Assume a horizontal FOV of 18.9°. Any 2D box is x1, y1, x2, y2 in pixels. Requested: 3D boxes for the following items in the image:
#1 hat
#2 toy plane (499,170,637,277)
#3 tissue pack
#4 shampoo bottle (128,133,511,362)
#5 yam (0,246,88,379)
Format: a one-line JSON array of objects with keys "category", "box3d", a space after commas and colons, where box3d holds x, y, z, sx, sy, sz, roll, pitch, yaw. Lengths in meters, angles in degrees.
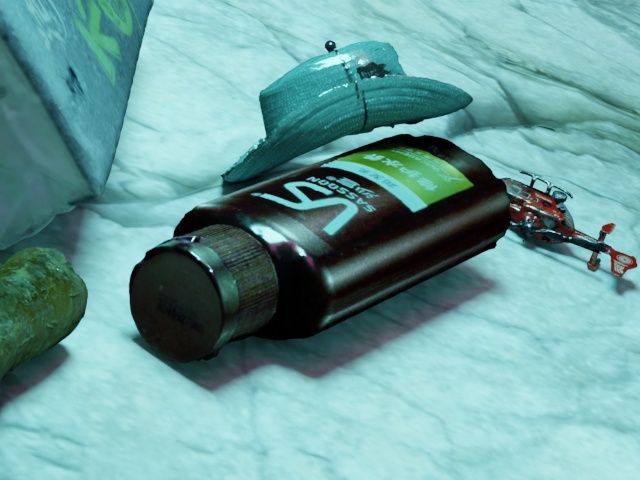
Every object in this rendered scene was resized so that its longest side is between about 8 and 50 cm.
[{"category": "hat", "box3d": [0.009, -0.104, 1.384, 0.191, 0.078, 0.138, -18, 1, -7]}, {"category": "toy plane", "box3d": [0.177, -0.012, 1.473, 0.145, 0.037, 0.060, 26, 30, 15]}, {"category": "tissue pack", "box3d": [-0.239, -0.198, 1.284, 0.288, 0.124, 0.394, 54, 15, -22]}, {"category": "shampoo bottle", "box3d": [0.000, 0.000, 1.268, 0.129, 0.084, 0.323, 28, 27, 26]}, {"category": "yam", "box3d": [-0.202, 0.069, 1.020, 0.061, 0.061, 0.253, 25, 27, 10]}]
